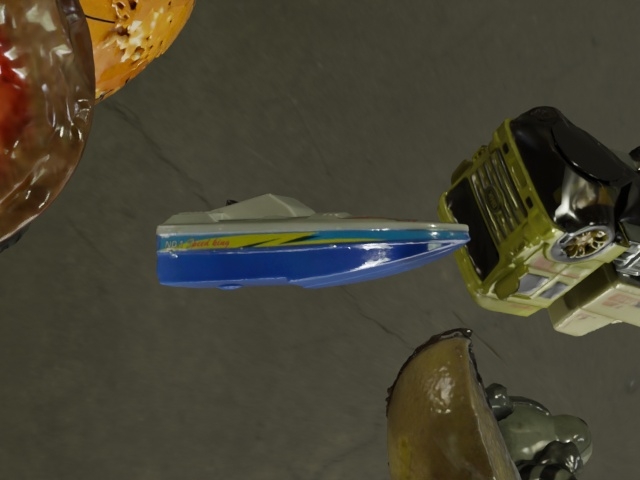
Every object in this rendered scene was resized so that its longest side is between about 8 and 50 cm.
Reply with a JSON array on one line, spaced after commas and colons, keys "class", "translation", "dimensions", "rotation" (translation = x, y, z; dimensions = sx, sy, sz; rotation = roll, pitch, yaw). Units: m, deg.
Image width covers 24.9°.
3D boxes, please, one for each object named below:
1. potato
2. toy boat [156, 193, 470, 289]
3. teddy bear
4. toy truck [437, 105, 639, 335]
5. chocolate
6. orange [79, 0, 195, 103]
[{"class": "potato", "translation": [0.112, 0.218, 1.189], "dimensions": [0.120, 0.100, 0.261], "rotation": [-20, 106, 16]}, {"class": "toy boat", "translation": [0.000, 0.000, 1.336], "dimensions": [0.295, 0.129, 0.088], "rotation": [-3, 85, 27]}, {"class": "teddy bear", "translation": [0.216, 0.232, 1.497], "dimensions": [0.144, 0.171, 0.251], "rotation": [-17, 54, 4]}, {"class": "toy truck", "translation": [0.322, 0.000, 1.693], "dimensions": [0.254, 0.405, 0.180], "rotation": [-47, 48, 33]}, {"class": "chocolate", "translation": [-0.138, -0.070, 0.480], "dimensions": [0.127, 0.124, 0.133], "rotation": [34, 127, 27]}, {"class": "orange", "translation": [-0.187, -0.180, 0.860], "dimensions": [0.234, 0.182, 0.234], "rotation": [1, 73, -4]}]
